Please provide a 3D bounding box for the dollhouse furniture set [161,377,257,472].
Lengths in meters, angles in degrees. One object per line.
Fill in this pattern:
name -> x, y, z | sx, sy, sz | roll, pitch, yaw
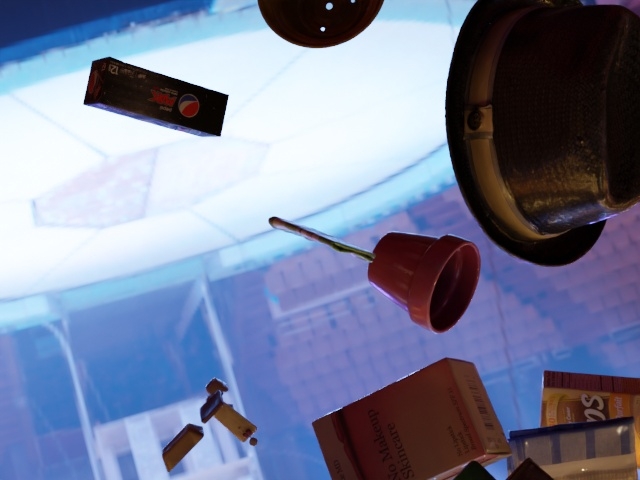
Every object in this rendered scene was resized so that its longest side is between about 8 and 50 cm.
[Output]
dollhouse furniture set -> -0.138, 0.249, 1.364 | 0.114, 0.081, 0.091 | -46, -163, 3

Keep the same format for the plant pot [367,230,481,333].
plant pot -> 0.205, 0.068, 2.253 | 0.180, 0.201, 0.201 | 23, -165, 32

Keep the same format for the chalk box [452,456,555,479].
chalk box -> 0.223, 0.332, 1.167 | 0.132, 0.213, 0.132 | -43, 157, -14

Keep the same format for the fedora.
fedora -> 0.287, -0.138, 1.196 | 0.334, 0.334, 0.152 | -9, -176, -39

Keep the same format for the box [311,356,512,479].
box -> 0.130, 0.282, 1.555 | 0.232, 0.149, 0.127 | -29, 159, 19

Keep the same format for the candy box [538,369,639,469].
candy box -> 0.630, 0.388, 2.327 | 0.316, 0.183, 0.087 | 3, -160, 10

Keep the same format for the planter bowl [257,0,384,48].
planter bowl -> 0.009, -0.406, 1.811 | 0.217, 0.217, 0.090 | -18, 165, 6

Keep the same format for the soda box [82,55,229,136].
soda box -> -0.199, -0.172, 1.328 | 0.169, 0.060, 0.053 | 13, 177, -34

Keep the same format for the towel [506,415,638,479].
towel -> 0.393, 0.417, 1.680 | 0.209, 0.285, 0.034 | -7, -166, -2

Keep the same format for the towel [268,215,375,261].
towel -> 0.000, 0.000, 1.727 | 0.113, 0.023, 0.152 | 16, -175, -46
